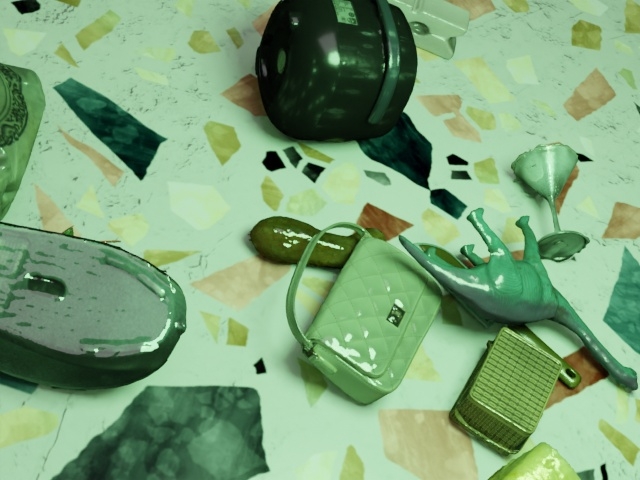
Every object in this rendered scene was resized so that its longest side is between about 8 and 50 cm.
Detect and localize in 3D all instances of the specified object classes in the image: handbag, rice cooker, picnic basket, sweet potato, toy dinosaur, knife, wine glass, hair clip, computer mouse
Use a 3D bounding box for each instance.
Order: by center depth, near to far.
[{"bbox_3d":[-0.365,0.079,1.310,0.374,0.114,0.203,18,60,-9],"label":"computer mouse"},{"bbox_3d":[0.055,0.092,1.452,0.219,0.079,0.256,41,50,-11],"label":"handbag"},{"bbox_3d":[0.277,0.223,1.467,0.115,0.079,0.164,33,51,5],"label":"picnic basket"},{"bbox_3d":[0.315,0.114,1.506,0.383,0.129,0.331,-5,57,-48],"label":"toy dinosaur"},{"bbox_3d":[0.002,0.005,1.543,0.233,0.062,0.081,5,53,-20],"label":"sweet potato"},{"bbox_3d":[0.278,0.115,1.583,0.343,0.027,0.061,45,55,15],"label":"knife"},{"bbox_3d":[0.021,-0.296,1.651,0.224,0.267,0.267,4,54,-23],"label":"rice cooker"},{"bbox_3d":[0.404,-0.064,1.710,0.122,0.122,0.183,5,57,-17],"label":"wine glass"},{"bbox_3d":[0.122,-0.454,1.907,0.331,0.101,0.085,23,47,-5],"label":"hair clip"}]

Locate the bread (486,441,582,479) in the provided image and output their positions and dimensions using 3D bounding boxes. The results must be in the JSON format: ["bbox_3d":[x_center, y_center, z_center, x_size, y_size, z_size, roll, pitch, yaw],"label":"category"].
[{"bbox_3d":[0.237,0.352,1.239,0.178,0.266,0.142,5,57,-16],"label":"bread"}]

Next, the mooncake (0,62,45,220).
[{"bbox_3d":[-0.538,-0.168,1.423,0.254,0.136,0.250,10,48,-14],"label":"mooncake"}]

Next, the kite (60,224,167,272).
[{"bbox_3d":[-0.337,0.058,1.410,0.244,0.006,0.198,2,54,-19],"label":"kite"}]
